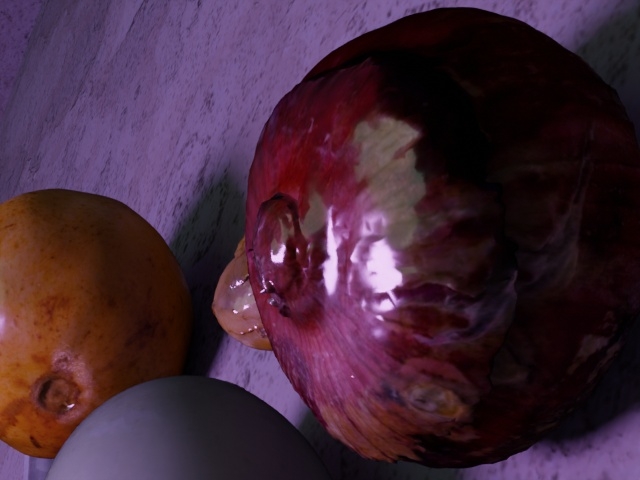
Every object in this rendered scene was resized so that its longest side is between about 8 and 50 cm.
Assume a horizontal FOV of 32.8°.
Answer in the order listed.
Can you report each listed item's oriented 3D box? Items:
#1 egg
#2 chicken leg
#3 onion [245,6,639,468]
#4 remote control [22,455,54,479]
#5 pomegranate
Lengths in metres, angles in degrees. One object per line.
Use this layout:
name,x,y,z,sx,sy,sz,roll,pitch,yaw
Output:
egg,-0.080,0.199,0.683,0.203,0.203,0.282,-61,21,18
chicken leg,0.001,0.002,0.822,0.207,0.085,0.101,-44,23,28
onion,0.054,-0.001,0.581,0.246,0.190,0.246,-3,87,58
remote control,-0.263,0.270,1.123,0.052,0.104,0.247,-29,38,11
pomegranate,-0.252,0.074,1.063,0.264,0.264,0.264,-44,36,43
